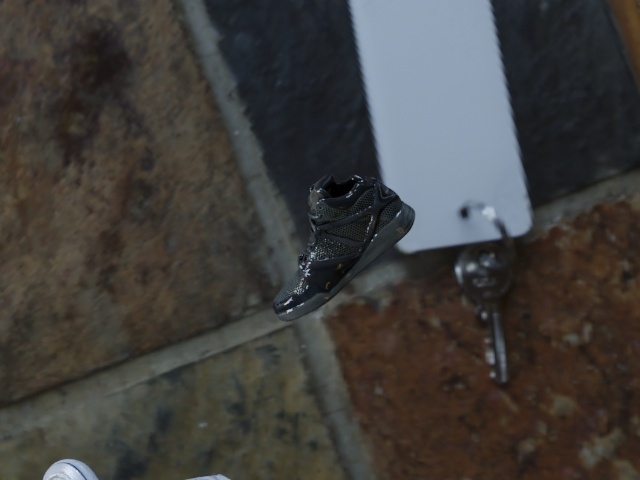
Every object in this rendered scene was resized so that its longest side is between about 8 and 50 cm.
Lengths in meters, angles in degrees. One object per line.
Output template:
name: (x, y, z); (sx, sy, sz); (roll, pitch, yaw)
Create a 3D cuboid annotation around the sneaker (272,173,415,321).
sneaker: (0.000, 0.000, 1.507); (0.227, 0.087, 0.130); (-42, 108, 15)

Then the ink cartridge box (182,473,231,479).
ink cartridge box: (-0.089, 0.417, 1.313); (0.270, 0.197, 0.198); (24, 95, 25)

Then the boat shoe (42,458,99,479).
boat shoe: (-0.251, 0.331, 1.177); (0.083, 0.076, 0.226); (-24, 69, 17)
